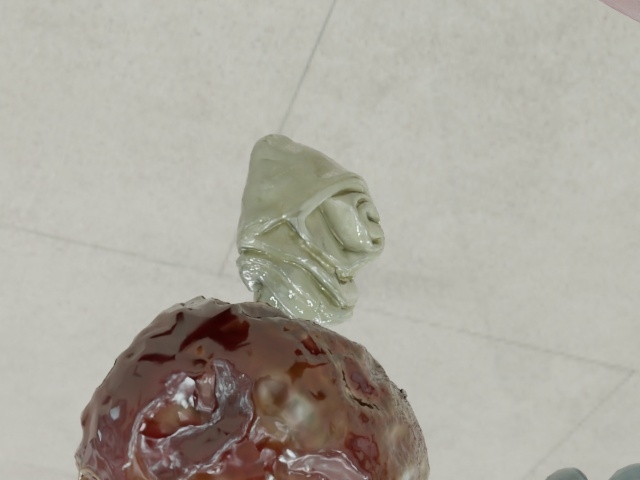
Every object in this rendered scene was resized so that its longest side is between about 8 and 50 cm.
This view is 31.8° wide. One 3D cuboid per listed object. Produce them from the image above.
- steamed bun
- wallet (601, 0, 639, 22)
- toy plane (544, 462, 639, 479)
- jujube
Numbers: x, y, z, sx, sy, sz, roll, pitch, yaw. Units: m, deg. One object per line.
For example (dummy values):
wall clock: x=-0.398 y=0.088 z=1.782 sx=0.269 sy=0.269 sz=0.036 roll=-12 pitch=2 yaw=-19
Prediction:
steamed bun: x=0.001 y=0.002 z=1.272 sx=0.144 sy=0.218 sz=0.211 roll=-4 pitch=138 yaw=20
wallet: x=0.217 y=-0.176 z=0.772 sx=0.119 sy=0.232 sz=0.025 roll=32 pitch=100 yaw=18
toy plane: x=0.045 y=0.165 z=0.542 sx=0.246 sy=0.078 sz=0.169 roll=-12 pitch=172 yaw=-16
jujube: x=-0.047 y=0.194 z=0.951 sx=0.276 sy=0.277 sz=0.377 roll=-6 pitch=165 yaw=11
